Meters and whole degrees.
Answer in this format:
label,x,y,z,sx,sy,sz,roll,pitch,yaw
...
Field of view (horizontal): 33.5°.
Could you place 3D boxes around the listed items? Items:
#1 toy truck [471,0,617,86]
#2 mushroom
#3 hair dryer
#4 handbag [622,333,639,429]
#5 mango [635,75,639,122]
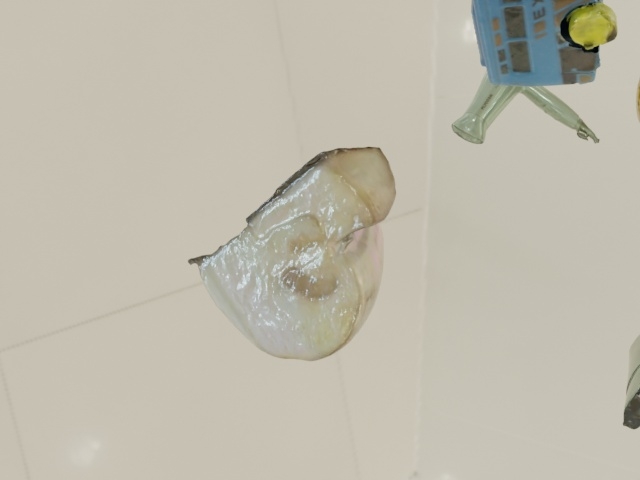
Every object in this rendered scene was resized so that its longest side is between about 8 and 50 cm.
label,x,y,z,sx,sy,sz,roll,pitch,yaw
toy truck,0.238,-0.339,1.171,0.385,0.162,0.161,67,25,-53
mushroom,0.017,0.022,1.142,0.162,0.236,0.173,-20,75,-53
hair dryer,0.376,-0.216,1.866,0.237,0.075,0.206,30,67,6
handbag,0.590,0.202,1.742,0.109,0.315,0.241,39,111,5
mango,0.581,-0.255,1.725,0.317,0.119,0.176,-44,141,-61
